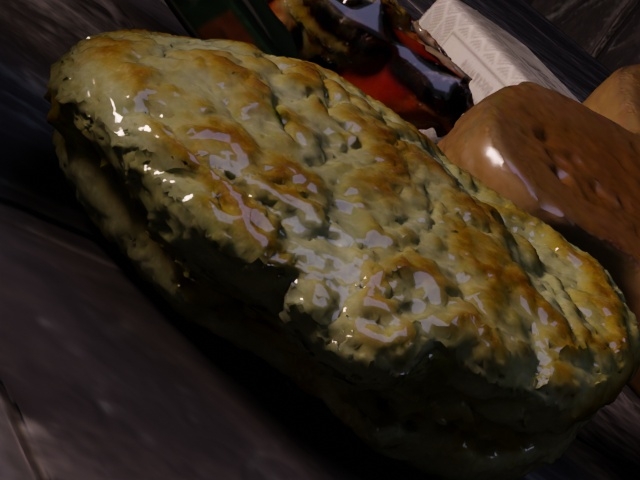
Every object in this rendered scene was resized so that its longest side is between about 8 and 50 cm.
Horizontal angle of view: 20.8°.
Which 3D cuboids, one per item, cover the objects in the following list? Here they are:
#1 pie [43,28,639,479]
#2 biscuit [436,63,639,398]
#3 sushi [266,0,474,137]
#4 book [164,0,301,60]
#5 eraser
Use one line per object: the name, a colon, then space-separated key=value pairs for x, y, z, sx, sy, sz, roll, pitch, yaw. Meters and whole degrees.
pie: x=0.000 y=0.000 z=0.667 sx=0.248 sy=0.090 sz=0.201 roll=39 pitch=24 yaw=14
biscuit: x=0.225 y=0.078 z=0.854 sx=0.394 sy=0.076 sz=0.368 roll=49 pitch=29 yaw=15
sushi: x=0.003 y=-0.138 z=1.139 sx=0.226 sy=0.103 sz=0.097 roll=39 pitch=40 yaw=2
book: x=-0.120 y=-0.209 z=0.907 sx=0.371 sy=0.043 sz=0.260 roll=53 pitch=5 yaw=-19
eraser: x=0.140 y=-0.061 z=1.202 sx=0.098 sy=0.096 sz=0.404 roll=31 pitch=14 yaw=-22
